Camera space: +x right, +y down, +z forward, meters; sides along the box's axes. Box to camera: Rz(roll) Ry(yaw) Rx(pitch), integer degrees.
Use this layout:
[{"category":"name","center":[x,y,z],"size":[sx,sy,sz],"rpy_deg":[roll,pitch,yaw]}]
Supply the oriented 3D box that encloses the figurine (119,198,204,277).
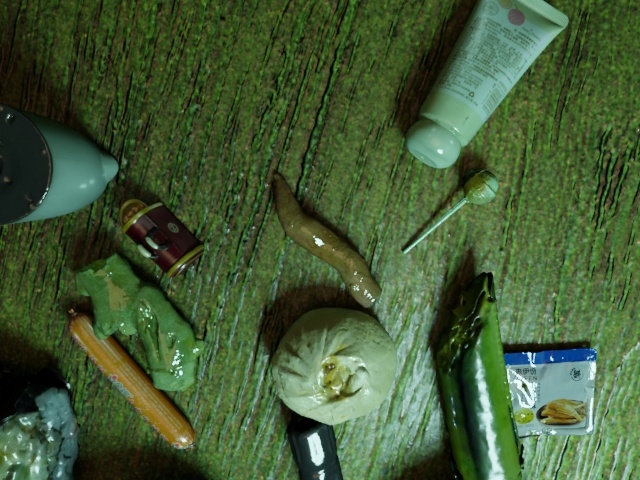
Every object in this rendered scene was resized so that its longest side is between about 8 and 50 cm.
[{"category":"figurine","center":[-0.291,-0.004,0.754],"size":[0.082,0.098,0.154],"rpy_deg":[-43,96,11]}]

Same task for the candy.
[{"category":"candy","center":[0.218,-0.045,0.754],"size":[0.202,0.061,0.061],"rpy_deg":[-42,94,15]}]

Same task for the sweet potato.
[{"category":"sweet potato","center":[0.000,0.000,0.759],"size":[0.281,0.059,0.067],"rpy_deg":[44,88,-4]}]

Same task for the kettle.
[{"category":"kettle","center":[-0.465,-0.110,0.675],"size":[0.221,0.236,0.161],"rpy_deg":[-9,99,-2]}]

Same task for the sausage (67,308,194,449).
[{"category":"sausage","center":[-0.353,0.263,0.812],"size":[0.053,0.053,0.348],"rpy_deg":[-39,94,7]}]

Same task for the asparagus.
[{"category":"asparagus","center":[0.267,0.247,0.756],"size":[0.128,0.108,0.382],"rpy_deg":[-7,96,29]}]

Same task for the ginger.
[{"category":"ginger","center":[-0.326,0.148,0.784],"size":[0.290,0.089,0.137],"rpy_deg":[43,79,-8]}]

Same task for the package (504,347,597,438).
[{"category":"package","center":[0.413,0.280,0.791],"size":[0.171,0.027,0.173],"rpy_deg":[-4,102,3]}]

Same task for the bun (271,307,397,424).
[{"category":"bun","center":[0.027,0.216,0.740],"size":[0.222,0.127,0.222],"rpy_deg":[1,86,-8]}]

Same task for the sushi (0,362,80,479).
[{"category":"sushi","center":[-0.621,0.396,0.727],"size":[0.285,0.328,0.329],"rpy_deg":[4,115,14]}]

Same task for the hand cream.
[{"category":"hand cream","center":[0.250,-0.262,0.697],"size":[0.147,0.093,0.306],"rpy_deg":[34,96,3]}]

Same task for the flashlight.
[{"category":"flashlight","center":[0.019,0.519,0.808],"size":[0.103,0.103,0.424],"rpy_deg":[-14,96,4]}]
